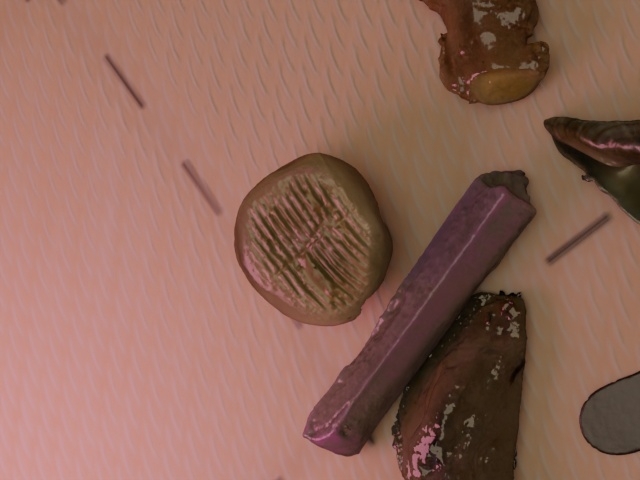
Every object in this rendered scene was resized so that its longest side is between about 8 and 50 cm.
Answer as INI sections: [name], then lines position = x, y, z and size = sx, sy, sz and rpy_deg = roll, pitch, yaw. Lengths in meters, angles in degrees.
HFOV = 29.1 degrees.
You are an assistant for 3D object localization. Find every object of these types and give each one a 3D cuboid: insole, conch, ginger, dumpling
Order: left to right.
[dumpling]
position = 0.146, 0.219, 1.386
size = 0.166, 0.086, 0.332
rpy_deg = -1, 82, 21
[ginger]
position = 0.177, -0.257, 1.397
size = 0.137, 0.074, 0.213
rpy_deg = -28, 74, 18
[insole]
position = 0.430, 0.144, 1.325
size = 0.328, 0.007, 0.111
rpy_deg = -29, 78, 18
[conch]
position = 0.412, -0.081, 1.267
size = 0.386, 0.170, 0.203
rpy_deg = 26, 130, 58

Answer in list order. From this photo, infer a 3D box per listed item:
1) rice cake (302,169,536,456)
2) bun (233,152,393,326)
[rice cake]
position = 0.112, 0.087, 1.402
size = 0.399, 0.070, 0.064
rpy_deg = -56, 40, 11
[bun]
position = 0.000, 0.000, 1.431
size = 0.178, 0.128, 0.193
rpy_deg = -38, 88, 16
